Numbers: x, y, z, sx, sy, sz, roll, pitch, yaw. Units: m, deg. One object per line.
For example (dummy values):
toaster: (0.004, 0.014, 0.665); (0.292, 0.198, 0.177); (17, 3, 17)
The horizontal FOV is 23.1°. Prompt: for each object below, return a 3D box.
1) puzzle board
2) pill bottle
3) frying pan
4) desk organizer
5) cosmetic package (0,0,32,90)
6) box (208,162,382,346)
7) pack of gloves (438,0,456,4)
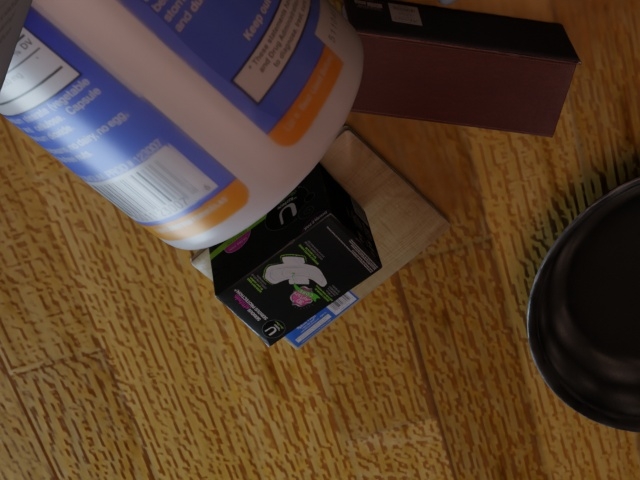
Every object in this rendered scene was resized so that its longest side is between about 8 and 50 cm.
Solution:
puzzle board: (0.000, 0.000, 0.942); (0.128, 0.011, 0.096); (-40, 119, 17)
pill bottle: (-0.120, -0.130, 0.761); (0.152, 0.152, 0.272); (-40, 118, 17)
frying pan: (0.199, -0.017, 0.934); (0.197, 0.053, 0.326); (-21, 120, 6)
desk organizer: (0.072, -0.097, 0.870); (0.130, 0.047, 0.050); (7, 123, -11)
cosmetic package: (-0.176, -0.232, 0.520); (0.230, 0.161, 0.453); (26, 122, -3)
box: (-0.016, 0.007, 0.899); (0.083, 0.062, 0.052); (-35, 122, 14)
pack of gloves: (0.095, -0.237, 0.801); (0.232, 0.046, 0.195); (-28, 133, 13)
